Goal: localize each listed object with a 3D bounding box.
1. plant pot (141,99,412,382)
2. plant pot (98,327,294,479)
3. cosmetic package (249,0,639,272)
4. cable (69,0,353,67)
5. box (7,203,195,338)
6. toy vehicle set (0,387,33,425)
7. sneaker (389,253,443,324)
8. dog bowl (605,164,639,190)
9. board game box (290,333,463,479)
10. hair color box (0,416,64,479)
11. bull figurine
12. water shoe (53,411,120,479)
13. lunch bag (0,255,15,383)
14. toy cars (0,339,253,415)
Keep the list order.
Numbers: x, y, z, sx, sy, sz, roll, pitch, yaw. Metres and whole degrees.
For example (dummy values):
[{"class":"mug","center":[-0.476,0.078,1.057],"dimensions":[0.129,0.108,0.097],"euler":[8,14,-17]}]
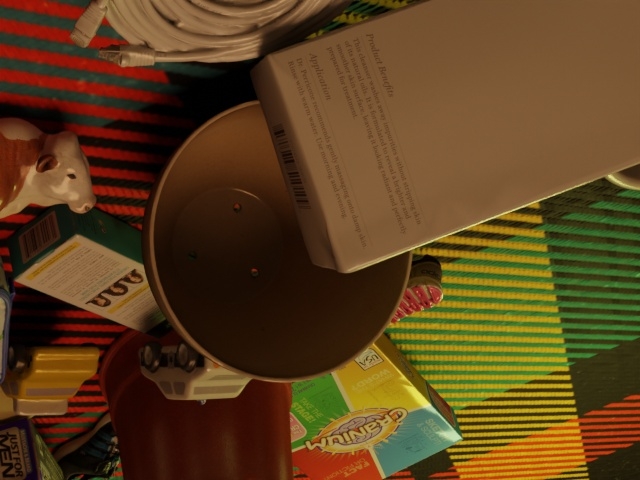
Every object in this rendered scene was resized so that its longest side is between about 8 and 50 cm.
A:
[{"class":"plant pot","center":[-0.071,0.002,1.196],"dimensions":[0.284,0.284,0.191],"euler":[-3,180,-24]},{"class":"plant pot","center":[-0.147,0.272,1.451],"dimensions":[0.273,0.265,0.272],"euler":[-6,133,-7]},{"class":"cosmetic package","center":[0.150,-0.134,1.065],"dimensions":[0.385,0.217,0.156],"euler":[-19,-174,-10]},{"class":"cable","center":[-0.071,-0.258,0.940],"dimensions":[0.257,0.089,0.257],"euler":[0,142,-30]},{"class":"box","center":[-0.237,0.036,1.302],"dimensions":[0.100,0.060,0.244],"euler":[-33,145,19]},{"class":"toy vehicle set","center":[-0.501,0.240,1.479],"dimensions":[0.267,0.035,0.166],"euler":[-33,145,19]},{"class":"sneaker","center":[0.102,0.064,1.527],"dimensions":[0.170,0.074,0.063],"euler":[-22,127,42]},{"class":"dog bowl","center":[0.443,-0.191,1.303],"dimensions":[0.349,0.102,0.348],"euler":[-14,146,-10]},{"class":"board game box","center":[0.045,0.263,1.720],"dimensions":[0.242,0.064,0.316],"euler":[-30,133,14]},{"class":"hair color box","center":[-0.530,0.369,1.521],"dimensions":[0.339,0.110,0.185],"euler":[-17,146,-8]},{"class":"bull figurine","center":[-0.371,-0.053,1.047],"dimensions":[0.310,0.101,0.188],"euler":[16,112,-36]},{"class":"water shoe","center":[-0.309,0.312,1.647],"dimensions":[0.203,0.080,0.073],"euler":[-36,145,22]},{"class":"lunch bag","center":[-0.426,0.096,1.219],"dimensions":[0.176,0.090,0.219],"euler":[-7,146,-25]},{"class":"toy cars","center":[-0.237,0.163,1.321],"dimensions":[0.394,0.087,0.176],"euler":[-3,174,16]}]
